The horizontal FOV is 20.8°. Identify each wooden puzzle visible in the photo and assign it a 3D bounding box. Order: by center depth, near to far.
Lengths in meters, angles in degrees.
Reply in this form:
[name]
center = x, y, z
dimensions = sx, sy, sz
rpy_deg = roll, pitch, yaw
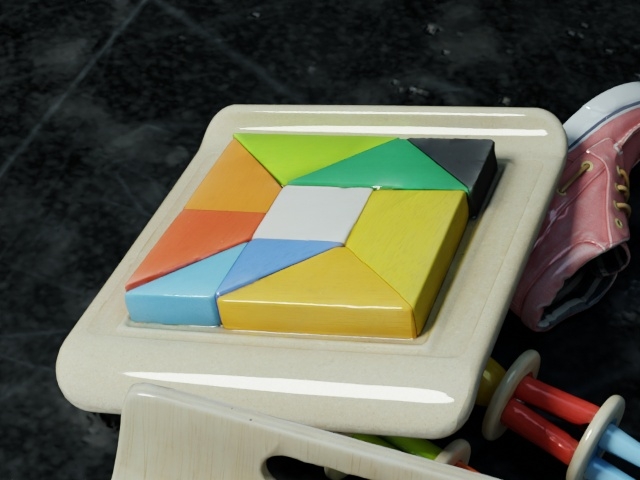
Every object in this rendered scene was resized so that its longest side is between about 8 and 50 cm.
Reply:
[wooden puzzle]
center = 0.000, 0.000, 0.914
dimensions = 0.220, 0.044, 0.239
rpy_deg = 2, 40, 21

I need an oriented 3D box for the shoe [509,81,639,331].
[shoe]
center = 0.153, -0.018, 0.985
dimensions = 0.178, 0.063, 0.081
rpy_deg = -35, 59, -26

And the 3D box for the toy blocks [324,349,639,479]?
[toy blocks]
center = 0.095, 0.108, 0.861
dimensions = 0.148, 0.054, 0.123
rpy_deg = 28, 50, 20

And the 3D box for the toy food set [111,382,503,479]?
[toy food set]
center = -0.031, 0.209, 0.723
dimensions = 0.219, 0.092, 0.306
rpy_deg = 15, 48, 9
